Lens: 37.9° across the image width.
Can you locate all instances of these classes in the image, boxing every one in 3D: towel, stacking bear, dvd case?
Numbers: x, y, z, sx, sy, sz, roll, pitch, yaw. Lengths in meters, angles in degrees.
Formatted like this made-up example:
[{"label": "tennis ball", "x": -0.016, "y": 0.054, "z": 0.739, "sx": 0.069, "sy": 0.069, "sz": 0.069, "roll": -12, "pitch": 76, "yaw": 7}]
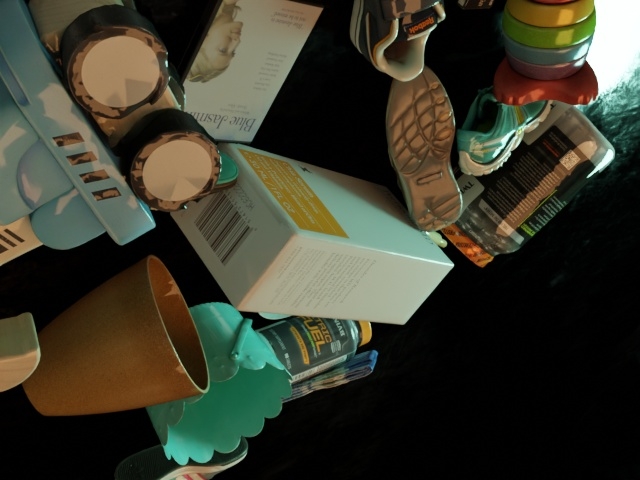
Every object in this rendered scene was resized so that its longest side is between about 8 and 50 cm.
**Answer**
[{"label": "towel", "x": -0.015, "y": 0.299, "z": 1.979, "sx": 0.285, "sy": 0.034, "sz": 0.209, "roll": -20, "pitch": 178, "yaw": 5}, {"label": "stacking bear", "x": 0.373, "y": -0.383, "z": 1.509, "sx": 0.175, "sy": 0.164, "sz": 0.289, "roll": 1, "pitch": 134, "yaw": 8}, {"label": "dvd case", "x": -0.119, "y": -0.244, "z": 1.318, "sx": 0.180, "sy": 0.022, "sz": 0.253, "roll": -2, "pitch": 135, "yaw": -44}]

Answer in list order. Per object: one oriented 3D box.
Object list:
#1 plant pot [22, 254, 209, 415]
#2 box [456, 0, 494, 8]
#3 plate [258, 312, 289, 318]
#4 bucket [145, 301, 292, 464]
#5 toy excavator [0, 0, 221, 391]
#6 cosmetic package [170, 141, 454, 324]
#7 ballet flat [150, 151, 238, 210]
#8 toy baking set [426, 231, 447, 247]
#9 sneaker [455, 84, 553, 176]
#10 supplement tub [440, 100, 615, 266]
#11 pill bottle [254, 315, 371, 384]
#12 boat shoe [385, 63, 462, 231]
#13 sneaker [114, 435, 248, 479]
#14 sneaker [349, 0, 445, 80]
[{"label": "plant pot", "x": -0.339, "y": 0.180, "z": 1.490, "sx": 0.254, "sy": 0.237, "sz": 0.237, "roll": -23, "pitch": 149, "yaw": 2}, {"label": "box", "x": 0.261, "y": -0.410, "z": 1.485, "sx": 0.067, "sy": 0.018, "sz": 0.083, "roll": -12, "pitch": 140, "yaw": -35}, {"label": "plate", "x": -0.048, "y": 0.082, "z": 1.817, "sx": 0.188, "sy": 0.024, "sz": 0.188, "roll": -26, "pitch": 148, "yaw": -18}, {"label": "bucket", "x": -0.208, "y": 0.261, "z": 1.739, "sx": 0.281, "sy": 0.183, "sz": 0.281, "roll": -26, "pitch": 148, "yaw": -18}, {"label": "toy excavator", "x": -0.343, "y": -0.054, "z": 1.101, "sx": 0.445, "sy": 0.222, "sz": 0.433, "roll": -28, "pitch": 133, "yaw": -3}, {"label": "cosmetic package", "x": 0.000, "y": 0.000, "z": 1.561, "sx": 0.453, "sy": 0.230, "sz": 0.161, "roll": 11, "pitch": 124, "yaw": -52}, {"label": "ballet flat", "x": -0.255, "y": -0.096, "z": 1.321, "sx": 0.280, "sy": 0.095, "sz": 0.096, "roll": 7, "pitch": 138, "yaw": -36}, {"label": "toy baking set", "x": 0.182, "y": 0.047, "z": 2.005, "sx": 0.197, "sy": 0.030, "sz": 0.256, "roll": -47, "pitch": 148, "yaw": 20}, {"label": "sneaker", "x": 0.327, "y": -0.234, "z": 1.646, "sx": 0.275, "sy": 0.107, "sz": 0.110, "roll": -53, "pitch": 138, "yaw": -26}, {"label": "supplement tub", "x": 0.380, "y": -0.120, "z": 1.809, "sx": 0.338, "sy": 0.207, "sz": 0.207, "roll": -45, "pitch": 148, "yaw": 12}, {"label": "pill bottle", "x": -0.016, "y": 0.209, "z": 1.916, "sx": 0.245, "sy": 0.130, "sz": 0.130, "roll": -18, "pitch": 144, "yaw": -29}, {"label": "boat shoe", "x": 0.166, "y": -0.167, "z": 1.626, "sx": 0.123, "sy": 0.116, "sz": 0.324, "roll": -15, "pitch": 126, "yaw": -6}, {"label": "sneaker", "x": -0.304, "y": 0.527, "z": 2.044, "sx": 0.295, "sy": 0.124, "sz": 0.178, "roll": -12, "pitch": 136, "yaw": -23}, {"label": "sneaker", "x": 0.112, "y": -0.364, "z": 1.296, "sx": 0.126, "sy": 0.127, "sz": 0.321, "roll": -27, "pitch": 146, "yaw": -14}]
